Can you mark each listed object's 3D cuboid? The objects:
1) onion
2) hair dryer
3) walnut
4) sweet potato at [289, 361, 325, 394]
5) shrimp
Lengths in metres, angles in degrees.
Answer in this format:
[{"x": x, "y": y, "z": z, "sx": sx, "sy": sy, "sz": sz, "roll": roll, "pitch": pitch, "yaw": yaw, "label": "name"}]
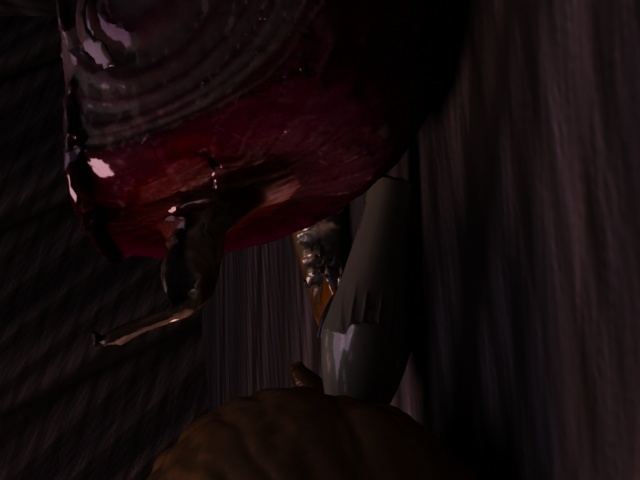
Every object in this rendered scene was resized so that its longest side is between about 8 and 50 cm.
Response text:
[{"x": -0.041, "y": -0.104, "z": 0.755, "sx": 0.256, "sy": 0.230, "sz": 0.273, "roll": -110, "pitch": 8, "yaw": -86, "label": "onion"}, {"x": 0.042, "y": 0.023, "z": 0.879, "sx": 0.199, "sy": 0.067, "sz": 0.167, "roll": -74, "pitch": -5, "yaw": -74, "label": "hair dryer"}, {"x": -0.007, "y": 0.192, "z": 0.697, "sx": 0.261, "sy": 0.224, "sz": 0.225, "roll": 177, "pitch": 91, "yaw": -79, "label": "walnut"}, {"x": 0.002, "y": 0.213, "z": 1.044, "sx": 0.069, "sy": 0.059, "sz": 0.249, "roll": -44, "pitch": 35, "yaw": 23, "label": "sweet potato"}, {"x": 0.000, "y": 0.000, "z": 1.005, "sx": 0.166, "sy": 0.049, "sz": 0.161, "roll": 105, "pitch": 159, "yaw": -86, "label": "shrimp"}]
